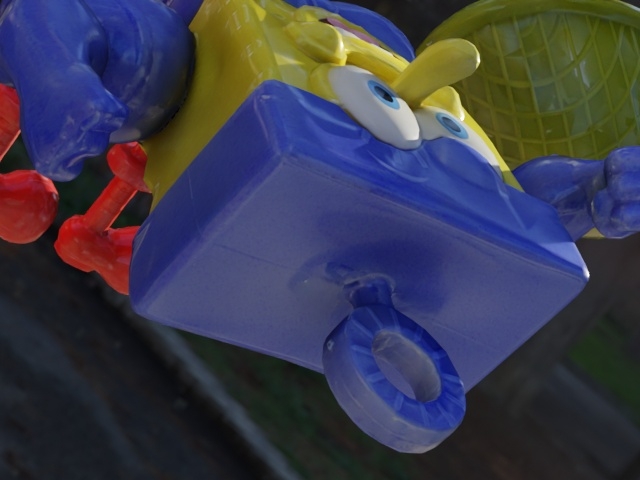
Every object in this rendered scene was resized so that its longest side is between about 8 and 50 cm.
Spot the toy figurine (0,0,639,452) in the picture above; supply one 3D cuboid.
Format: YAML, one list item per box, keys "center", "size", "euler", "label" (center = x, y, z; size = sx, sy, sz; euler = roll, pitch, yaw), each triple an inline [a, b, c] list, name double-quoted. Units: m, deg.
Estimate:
- center: [0.000, 0.000, 0.503]
  size: [0.362, 0.191, 0.217]
  euler: [24, 27, -36]
  label: "toy figurine"
